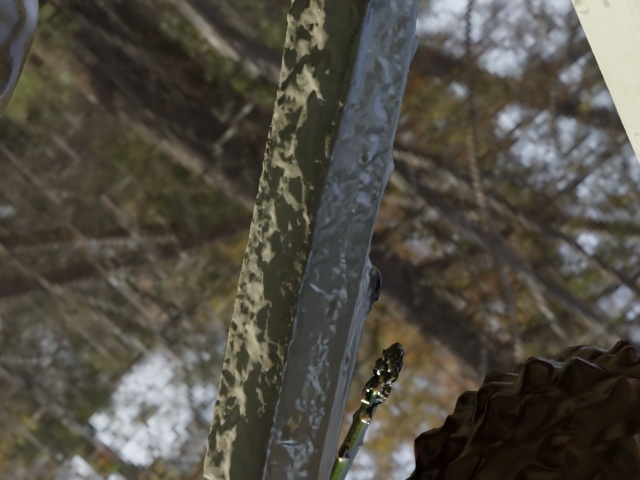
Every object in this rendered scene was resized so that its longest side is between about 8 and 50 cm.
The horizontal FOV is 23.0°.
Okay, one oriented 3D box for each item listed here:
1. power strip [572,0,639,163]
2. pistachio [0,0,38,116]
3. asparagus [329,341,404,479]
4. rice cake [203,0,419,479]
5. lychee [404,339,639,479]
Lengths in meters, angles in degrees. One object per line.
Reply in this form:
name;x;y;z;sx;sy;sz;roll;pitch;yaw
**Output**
power strip;0.190;-0.075;0.786;0.043;0.367;0.106;-32;-161;-18
pistachio;-0.198;-0.135;0.595;0.153;0.238;0.138;-26;176;-36
asparagus;0.010;0.109;0.751;0.013;0.016;0.166;-64;175;-55
rice cake;0.000;0.000;0.656;0.057;0.052;0.256;-22;127;-63
lychee;0.151;0.167;0.625;0.276;0.276;0.304;-29;-141;47
